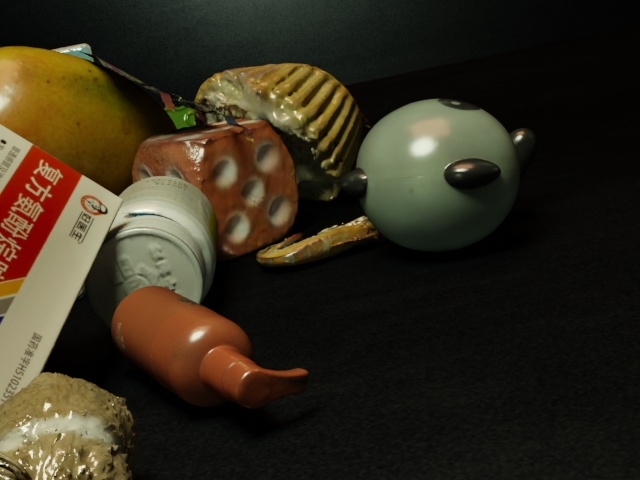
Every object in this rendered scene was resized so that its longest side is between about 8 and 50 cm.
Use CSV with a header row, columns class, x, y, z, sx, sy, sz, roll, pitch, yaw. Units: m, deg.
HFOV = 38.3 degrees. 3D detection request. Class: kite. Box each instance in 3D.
class,x,y,z,sx,sy,sz,roll,pitch,yaw
kite,-0.196,-0.190,1.222,0.204,0.022,0.360,23,6,-33

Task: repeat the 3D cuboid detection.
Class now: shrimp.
class,x,y,z,sx,sy,sz,roll,pitch,yaw
shrimp,0.001,0.001,1.187,0.178,0.034,0.124,-21,10,-15

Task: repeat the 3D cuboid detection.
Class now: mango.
class,x,y,z,sx,sy,sz,roll,pitch,yaw
mango,-0.372,-0.115,1.345,0.232,0.300,0.445,34,8,36

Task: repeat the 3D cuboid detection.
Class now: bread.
class,x,y,z,sx,sy,sz,roll,pitch,yaw
bread,-0.065,-0.171,1.432,0.274,0.274,0.149,2,48,43

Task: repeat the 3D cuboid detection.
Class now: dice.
class,x,y,z,sx,sy,sz,roll,pitch,yaw
dice,-0.150,-0.074,1.296,0.175,0.179,0.174,-26,21,-37

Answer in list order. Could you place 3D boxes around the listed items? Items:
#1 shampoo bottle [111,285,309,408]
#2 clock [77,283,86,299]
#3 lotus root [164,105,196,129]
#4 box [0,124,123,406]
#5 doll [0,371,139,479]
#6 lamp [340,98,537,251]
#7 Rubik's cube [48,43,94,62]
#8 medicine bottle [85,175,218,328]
class,x,y,z,sx,sy,sz,roll,pitch,yaw
shampoo bottle,-0.108,0.099,0.809,0.085,0.086,0.244,-20,18,-29
clock,-0.387,0.059,1.215,0.155,0.063,0.229,5,22,41
lotus root,-0.258,-0.153,1.744,0.186,0.186,0.186,-11,15,3
box,-0.321,0.026,0.793,0.069,0.214,0.353,-44,22,35
doll,-0.177,0.151,0.637,0.105,0.115,0.221,-23,9,-3
lamp,0.152,-0.081,1.099,0.197,0.198,0.243,-2,9,34
Rubik's cube,-0.578,-0.210,1.851,0.315,0.322,0.319,-13,14,-11
medicine bottle,-0.191,0.014,1.062,0.143,0.144,0.258,-12,14,-1
